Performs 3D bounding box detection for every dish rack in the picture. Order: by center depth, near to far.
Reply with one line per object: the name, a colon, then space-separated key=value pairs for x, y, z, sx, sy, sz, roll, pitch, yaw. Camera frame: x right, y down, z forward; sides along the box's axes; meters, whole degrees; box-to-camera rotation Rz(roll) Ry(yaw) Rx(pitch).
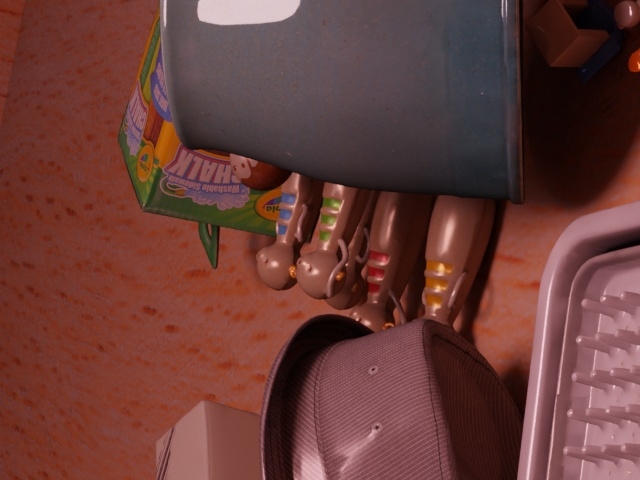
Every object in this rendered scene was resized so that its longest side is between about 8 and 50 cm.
dish rack: x=0.213 y=0.139 z=1.179 sx=0.285 sy=0.072 sz=0.333 roll=162 pitch=117 yaw=-67

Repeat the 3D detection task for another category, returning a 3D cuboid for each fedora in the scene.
fedora: x=0.070 y=0.164 z=1.391 sx=0.124 sy=0.244 sz=0.275 roll=-26 pitch=40 yaw=29

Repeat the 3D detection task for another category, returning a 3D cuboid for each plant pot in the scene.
plant pot: x=0.021 y=-0.161 z=1.430 sx=0.271 sy=0.255 sz=0.272 roll=0 pitch=-90 yaw=-83

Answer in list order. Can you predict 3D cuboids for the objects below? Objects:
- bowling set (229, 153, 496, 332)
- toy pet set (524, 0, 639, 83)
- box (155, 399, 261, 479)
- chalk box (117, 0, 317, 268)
bowling set: x=0.000 y=0.000 z=1.621 sx=0.287 sy=0.200 sz=0.154 roll=-175 pitch=100 yaw=-72
toy pet set: x=0.209 y=-0.162 z=1.378 sx=0.114 sy=0.065 sz=0.122 roll=-46 pitch=62 yaw=36
box: x=-0.081 y=0.292 z=1.776 sx=0.094 sy=0.113 sz=0.275 roll=-43 pitch=38 yaw=39
chalk box: x=-0.088 y=-0.118 z=1.928 sx=0.180 sy=0.179 sz=0.289 roll=-120 pitch=46 yaw=-60
